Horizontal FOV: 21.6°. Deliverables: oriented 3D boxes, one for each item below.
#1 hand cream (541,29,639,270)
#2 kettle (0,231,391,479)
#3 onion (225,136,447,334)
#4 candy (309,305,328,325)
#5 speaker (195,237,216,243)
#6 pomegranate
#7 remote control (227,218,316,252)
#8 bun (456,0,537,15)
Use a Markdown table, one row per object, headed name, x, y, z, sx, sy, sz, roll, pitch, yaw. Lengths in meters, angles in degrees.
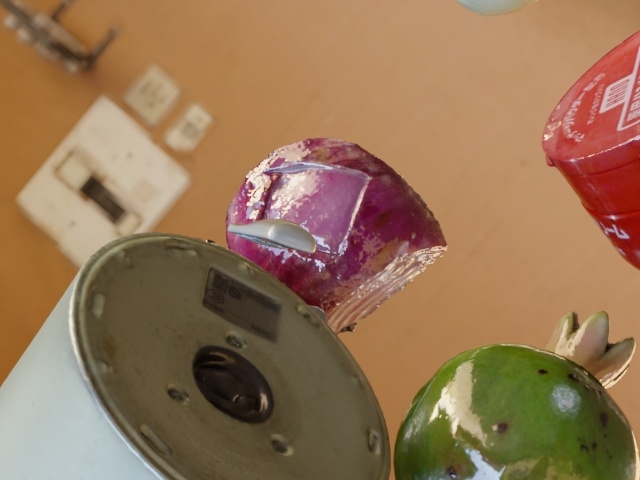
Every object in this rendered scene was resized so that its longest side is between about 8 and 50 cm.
| name | x | y | z | sx | sy | sz | roll | pitch | yaw |
| --- | --- | --- | --- | --- | --- | --- | --- | --- | --- |
| hand cream | 0.272 | -0.077 | 1.242 | 0.125 | 0.193 | 0.193 | 51 | -176 | -17 |
| kettle | -0.160 | 0.175 | 1.234 | 0.250 | 0.376 | 0.361 | 27 | -147 | -23 |
| onion | 0.000 | 0.000 | 2.125 | 0.247 | 0.250 | 0.111 | 49 | -164 | -6 |
| candy | -0.029 | 0.142 | 1.495 | 0.088 | 0.061 | 0.312 | 14 | -157 | -10 |
| speaker | -0.157 | 0.142 | 1.971 | 0.231 | 0.192 | 0.153 | 61 | 175 | 18 |
| pomegranate | 0.159 | 0.144 | 1.250 | 0.187 | 0.225 | 0.187 | 24 | 144 | 19 |
| remote control | -0.048 | -0.008 | 1.654 | 0.050 | 0.027 | 0.184 | 20 | 176 | -16 |
| bun | 0.207 | -0.339 | 1.669 | 0.160 | 0.259 | 0.259 | 41 | -173 | -6 |
